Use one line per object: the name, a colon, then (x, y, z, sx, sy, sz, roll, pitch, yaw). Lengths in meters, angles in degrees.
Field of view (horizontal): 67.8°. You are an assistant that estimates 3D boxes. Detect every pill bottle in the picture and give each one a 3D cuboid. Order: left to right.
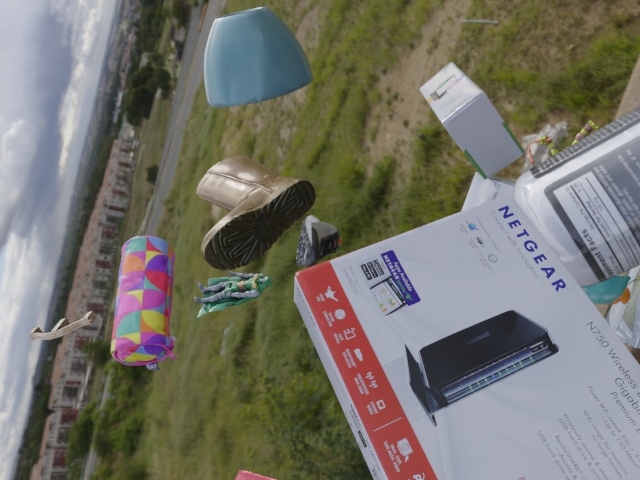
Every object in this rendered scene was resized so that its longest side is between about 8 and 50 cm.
pill bottle: (0.439, -0.057, 0.736, 0.363, 0.210, 0.210, -32, 48, 25)

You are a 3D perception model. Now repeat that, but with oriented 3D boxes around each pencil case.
pencil case: (-0.306, 0.106, 0.841, 0.104, 0.104, 0.236, -51, 41, 42)

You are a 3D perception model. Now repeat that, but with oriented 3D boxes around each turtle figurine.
turtle figurine: (0.849, -0.274, 1.581, 0.217, 0.087, 0.269, -44, 70, 29)

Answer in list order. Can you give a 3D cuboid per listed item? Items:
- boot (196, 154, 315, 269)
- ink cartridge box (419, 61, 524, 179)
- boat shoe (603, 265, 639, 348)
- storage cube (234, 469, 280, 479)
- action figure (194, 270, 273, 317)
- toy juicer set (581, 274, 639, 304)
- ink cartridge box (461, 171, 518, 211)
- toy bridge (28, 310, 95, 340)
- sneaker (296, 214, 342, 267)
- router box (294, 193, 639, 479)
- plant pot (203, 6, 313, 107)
boot: (-0.165, -0.064, 0.890, 0.269, 0.236, 0.089, 26, 143, 48)
ink cartridge box: (0.380, -0.315, 1.227, 0.117, 0.201, 0.278, -37, 28, 21)
boat shoe: (0.844, 0.132, 1.249, 0.103, 0.118, 0.320, 28, 68, 30)
storage cube: (-0.084, 0.564, 0.854, 0.183, 0.215, 0.193, -4, 40, 34)
action figure: (-0.239, 0.134, 1.335, 0.232, 0.063, 0.137, -13, 48, 17)
toy juicer set: (0.563, 0.095, 1.034, 0.209, 0.329, 0.089, 141, 129, -76)
ink cartridge box: (0.530, -0.053, 1.285, 0.197, 0.270, 0.198, 31, 112, 42)
toy bridge: (-0.710, 0.240, 1.301, 0.063, 0.188, 0.026, -91, -16, -66)
sneaker: (0.000, 0.000, 1.174, 0.271, 0.108, 0.100, -73, -5, -75)
router box: (0.170, 0.139, 0.533, 0.082, 0.301, 0.335, 96, 150, -61)
plant pot: (-0.179, -0.487, 1.236, 0.290, 0.290, 0.195, -133, 26, -58)
